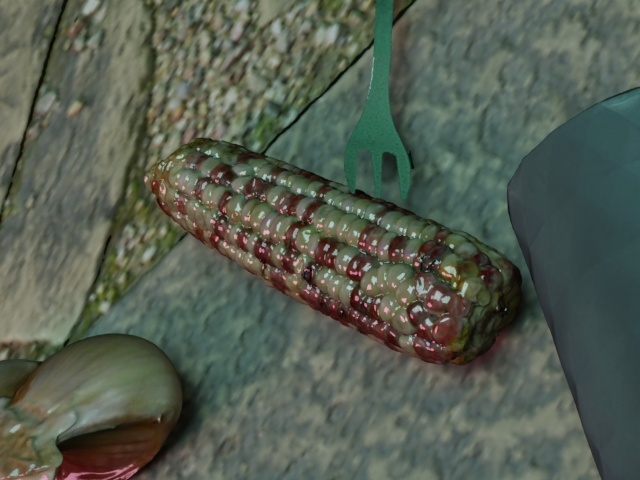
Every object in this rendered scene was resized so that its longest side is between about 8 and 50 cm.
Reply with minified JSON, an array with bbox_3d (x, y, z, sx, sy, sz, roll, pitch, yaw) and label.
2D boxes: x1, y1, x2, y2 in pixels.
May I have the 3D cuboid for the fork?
[{"bbox_3d":[0.037,-0.116,1.002,0.039,0.021,0.235,9,57,-8],"label":"fork"}]

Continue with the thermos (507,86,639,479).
[{"bbox_3d":[0.204,0.074,0.808,0.145,0.182,0.286,-54,44,48],"label":"thermos"}]

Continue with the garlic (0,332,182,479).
[{"bbox_3d":[-0.156,0.114,0.986,0.175,0.099,0.124,-21,46,11],"label":"garlic"}]

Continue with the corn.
[{"bbox_3d":[0.000,0.000,0.959,0.237,0.079,0.079,25,84,28],"label":"corn"}]
